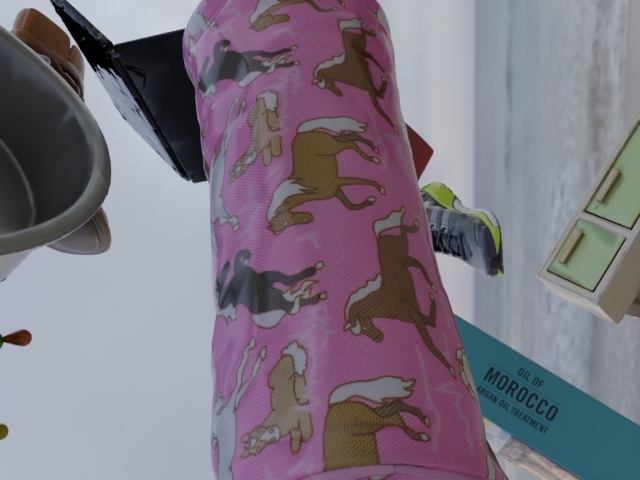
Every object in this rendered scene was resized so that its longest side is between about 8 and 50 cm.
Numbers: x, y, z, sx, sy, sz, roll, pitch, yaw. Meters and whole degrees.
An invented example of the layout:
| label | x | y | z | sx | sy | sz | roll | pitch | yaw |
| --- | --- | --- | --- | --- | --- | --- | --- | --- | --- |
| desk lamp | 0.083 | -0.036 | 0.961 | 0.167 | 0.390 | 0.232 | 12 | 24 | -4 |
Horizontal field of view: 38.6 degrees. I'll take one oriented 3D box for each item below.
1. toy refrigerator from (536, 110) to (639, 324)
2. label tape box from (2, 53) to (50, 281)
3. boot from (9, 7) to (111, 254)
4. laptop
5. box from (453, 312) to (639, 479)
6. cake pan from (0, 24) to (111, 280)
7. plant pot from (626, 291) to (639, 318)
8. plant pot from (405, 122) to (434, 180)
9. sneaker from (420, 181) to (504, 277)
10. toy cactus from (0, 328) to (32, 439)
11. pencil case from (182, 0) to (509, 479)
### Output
| label | x | y | z | sx | sy | sz | roll | pitch | yaw |
| --- | --- | --- | --- | --- | --- | --- | --- | --- | --- |
| toy refrigerator | 0.414 | -0.034 | 1.235 | 0.094 | 0.102 | 0.269 | 35 | -93 | -46 |
| label tape box | -0.426 | -0.053 | 0.959 | 0.115 | 0.249 | 0.347 | 1 | -75 | -50 |
| boot | -0.334 | -0.129 | 1.154 | 0.283 | 0.109 | 0.220 | 62 | -159 | -51 |
| laptop | -0.162 | -0.192 | 1.058 | 0.264 | 0.136 | 0.234 | 43 | 165 | 36 |
| box | 0.142 | 0.128 | 0.727 | 0.060 | 0.244 | 0.100 | -55 | -16 | -15 |
| cake pan | -0.241 | -0.069 | 0.413 | 0.054 | 0.293 | 0.293 | -56 | 4 | 23 |
| plant pot | 0.518 | 0.003 | 1.386 | 0.237 | 0.237 | 0.109 | -78 | -23 | -49 |
| plant pot | 0.018 | -0.158 | 1.814 | 0.235 | 0.267 | 0.267 | 51 | -126 | -30 |
| sneaker | 0.208 | -0.007 | 1.546 | 0.300 | 0.121 | 0.111 | -140 | 37 | -61 |
| toy cactus | -0.400 | 0.183 | 1.039 | 0.180 | 0.112 | 0.219 | -90 | 15 | -44 |
| pencil case | 0.000 | 0.000 | 0.563 | 0.167 | 0.160 | 0.386 | -44 | 44 | 40 |
